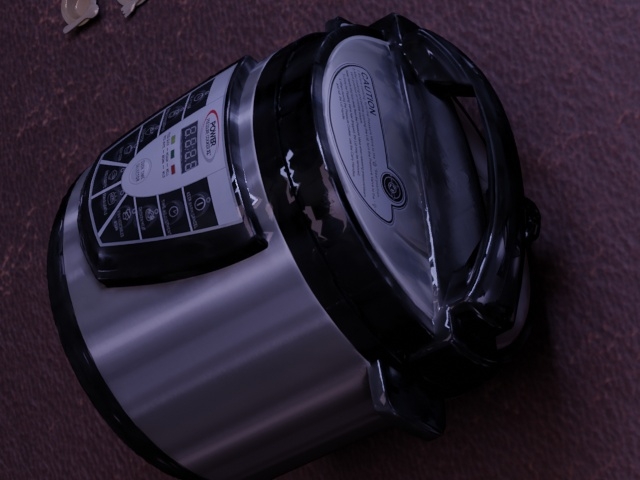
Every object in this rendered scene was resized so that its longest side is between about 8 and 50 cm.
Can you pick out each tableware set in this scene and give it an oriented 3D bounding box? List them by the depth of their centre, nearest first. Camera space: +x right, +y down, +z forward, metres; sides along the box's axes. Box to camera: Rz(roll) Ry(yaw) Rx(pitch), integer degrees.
[{"bbox_3d":[-0.262,-0.331,1.998,0.141,0.020,0.168,-26,72,30],"label":"tableware set"}]

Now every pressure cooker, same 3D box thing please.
[{"bbox_3d":[0.004,0.001,1.578,0.420,0.375,0.370,-27,96,29],"label":"pressure cooker"}]
